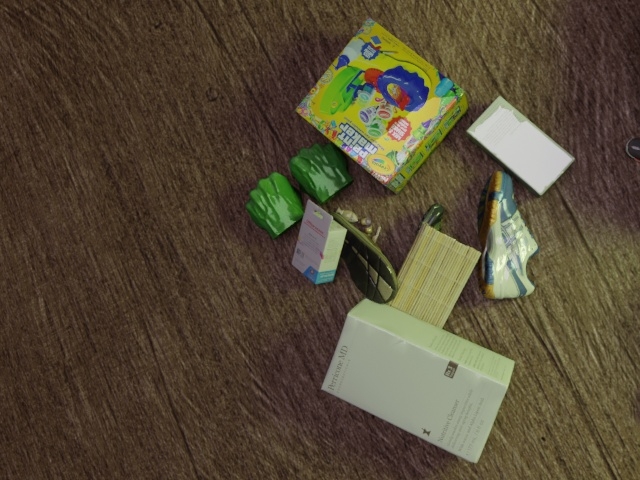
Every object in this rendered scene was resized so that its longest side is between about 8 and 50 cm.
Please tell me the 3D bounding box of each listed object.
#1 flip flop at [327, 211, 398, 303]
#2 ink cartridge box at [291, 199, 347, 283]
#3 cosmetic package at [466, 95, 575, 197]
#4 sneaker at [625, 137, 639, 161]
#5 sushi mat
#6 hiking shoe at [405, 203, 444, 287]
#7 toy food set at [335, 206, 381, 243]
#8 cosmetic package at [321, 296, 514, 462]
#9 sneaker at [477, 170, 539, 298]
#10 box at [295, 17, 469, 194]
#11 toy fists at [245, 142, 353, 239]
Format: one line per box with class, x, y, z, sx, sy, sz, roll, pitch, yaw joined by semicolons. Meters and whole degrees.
flip flop;0.101;0.034;1.761;0.277;0.080;0.112;48;125;32
ink cartridge box;0.000;0.000;1.762;0.104;0.061;0.182;38;123;41
cosmetic package;0.464;-0.217;1.703;0.231;0.085;0.117;45;97;11
sneaker;0.768;-0.198;1.632;0.157;0.065;0.061;19;91;14
sushi mat;0.241;0.125;1.706;0.151;0.019;0.317;26;114;8
hiking shoe;0.276;0.027;1.740;0.114;0.086;0.227;15;100;8
toy food set;0.085;-0.029;1.816;0.122;0.019;0.078;21;91;15
cosmetic package;0.220;0.309;1.667;0.384;0.156;0.217;21;109;14
sneaker;0.440;-0.011;1.697;0.130;0.112;0.297;3;88;-3
box;0.151;-0.312;1.740;0.290;0.177;0.279;41;97;13
toy fists;-0.057;-0.132;1.824;0.279;0.096;0.142;-36;88;8
